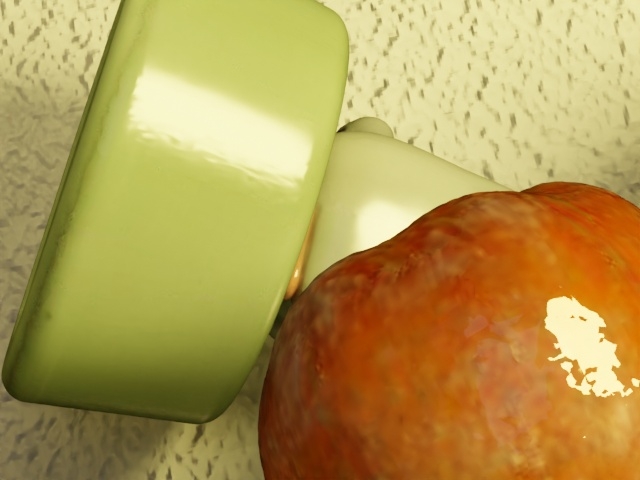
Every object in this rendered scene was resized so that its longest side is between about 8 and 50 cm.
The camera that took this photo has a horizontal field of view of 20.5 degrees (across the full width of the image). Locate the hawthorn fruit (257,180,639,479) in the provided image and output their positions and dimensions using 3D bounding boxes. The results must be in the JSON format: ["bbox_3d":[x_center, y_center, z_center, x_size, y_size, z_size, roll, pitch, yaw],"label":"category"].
[{"bbox_3d":[0.101,0.090,0.855,0.263,0.235,0.231,31,48,23],"label":"hawthorn fruit"}]

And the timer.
[{"bbox_3d":[0.000,0.000,1.054,0.315,0.291,0.291,19,69,-9],"label":"timer"}]
